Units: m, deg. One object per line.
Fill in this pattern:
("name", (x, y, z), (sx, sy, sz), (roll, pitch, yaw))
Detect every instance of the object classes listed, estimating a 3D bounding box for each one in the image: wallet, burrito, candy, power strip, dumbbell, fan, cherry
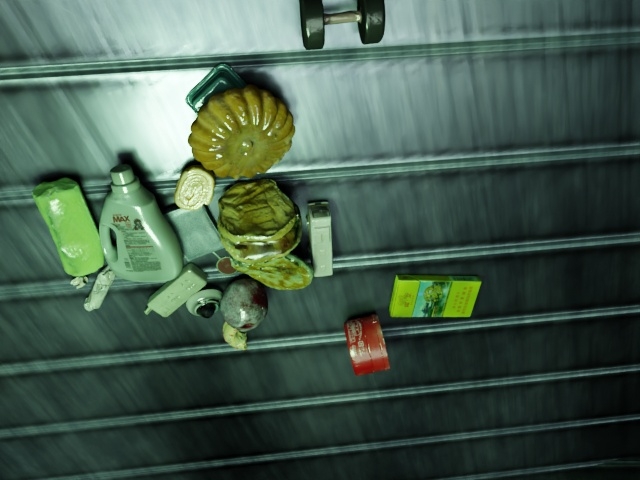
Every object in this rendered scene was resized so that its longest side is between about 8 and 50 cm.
("wallet", (-0.437, -0.037, 1.825), (0.167, 0.036, 0.222), (-21, 125, 6))
("burrito", (-0.795, 0.179, 1.909), (0.064, 0.064, 0.203), (26, 116, -22))
("candy", (-0.812, -0.040, 1.729), (0.142, 0.132, 0.343), (-35, 137, -36))
("power strip", (-0.545, 0.199, 1.959), (0.288, 0.053, 0.093), (-39, 120, 17))
("dumbbell", (0.056, -0.602, 1.435), (0.218, 0.152, 0.152), (-6, 124, -3))
("fan", (-0.353, 0.077, 1.929), (0.085, 0.005, 0.133), (-32, 122, 15))
("cherry", (-0.280, 0.240, 1.939), (0.195, 0.195, 0.195), (-3, 124, -5))

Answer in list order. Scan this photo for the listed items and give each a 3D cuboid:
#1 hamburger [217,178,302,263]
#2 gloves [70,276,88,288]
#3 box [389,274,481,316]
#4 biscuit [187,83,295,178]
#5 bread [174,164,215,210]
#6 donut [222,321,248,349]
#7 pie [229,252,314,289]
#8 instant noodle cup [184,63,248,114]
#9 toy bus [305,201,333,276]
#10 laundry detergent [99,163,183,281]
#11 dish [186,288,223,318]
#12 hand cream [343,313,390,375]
("hamburger", (-0.194, -0.059, 1.707), (0.266, 0.284, 0.134), (-11, 141, 2))
("gloves", (-0.856, 0.149, 1.893), (0.081, 0.037, 0.044), (-6, 89, 15))
("box", (0.450, 0.221, 2.101), (0.335, 0.047, 0.187), (2, 124, -7))
("biscuit", (-0.228, -0.302, 1.578), (0.326, 0.107, 0.325), (-14, 145, -10))
("bread", (-0.399, -0.165, 1.699), (0.122, 0.073, 0.149), (19, 105, -8))
("donut", (-0.330, 0.359, 2.084), (0.108, 0.065, 0.166), (7, 122, -11))
("pie", (-0.166, 0.097, 1.858), (0.303, 0.066, 0.302), (7, 153, 4))
("instant noodle cup", (-0.296, -0.410, 1.572), (0.179, 0.070, 0.157), (-37, 119, 18))
("toy bus", (0.000, 0.000, 1.860), (0.092, 0.106, 0.268), (-6, 124, -5))
("laundry detergent", (-0.609, -0.053, 1.720), (0.264, 0.124, 0.397), (1, 124, 10))
("dish", (-0.419, 0.253, 1.966), (0.141, 0.078, 0.141), (-17, 143, -13))
("hand cream", (0.180, 0.412, 2.090), (0.149, 0.230, 0.230), (-11, 124, 1))
